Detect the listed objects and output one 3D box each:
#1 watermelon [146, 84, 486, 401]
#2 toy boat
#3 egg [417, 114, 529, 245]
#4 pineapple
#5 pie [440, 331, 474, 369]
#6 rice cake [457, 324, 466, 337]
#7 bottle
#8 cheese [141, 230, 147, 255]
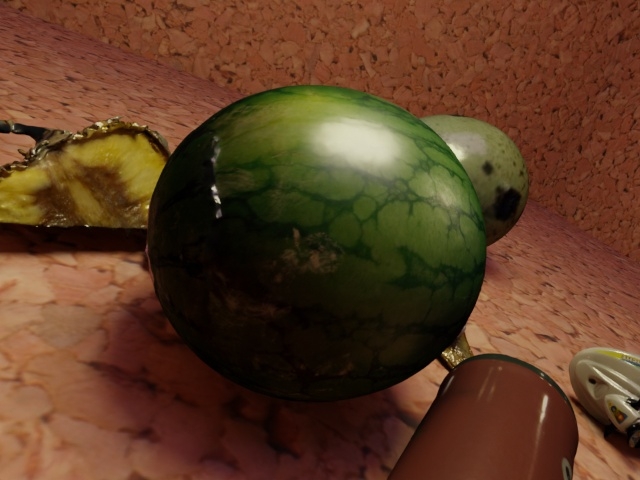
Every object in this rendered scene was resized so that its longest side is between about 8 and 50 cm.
[{"bbox_3d":[0.000,0.000,0.482,0.362,0.364,0.363,20,22,-8],"label":"watermelon"},{"bbox_3d":[0.507,0.271,0.633,0.269,0.141,0.140,27,22,14],"label":"toy boat"},{"bbox_3d":[0.300,-0.139,1.082,0.427,0.346,0.345,7,25,-14],"label":"egg"},{"bbox_3d":[-0.321,-0.096,0.596,0.334,0.159,0.161,-8,21,-41],"label":"pineapple"},{"bbox_3d":[0.213,0.165,0.710,0.091,0.034,0.170,22,27,-10],"label":"pie"},{"bbox_3d":[0.181,0.097,0.776,0.189,0.037,0.198,14,18,26],"label":"rice cake"},{"bbox_3d":[0.122,0.216,0.346,0.143,0.144,0.336,33,24,23],"label":"bottle"},{"bbox_3d":[-0.216,0.012,0.632,0.095,0.038,0.145,2,24,-45],"label":"cheese"}]
